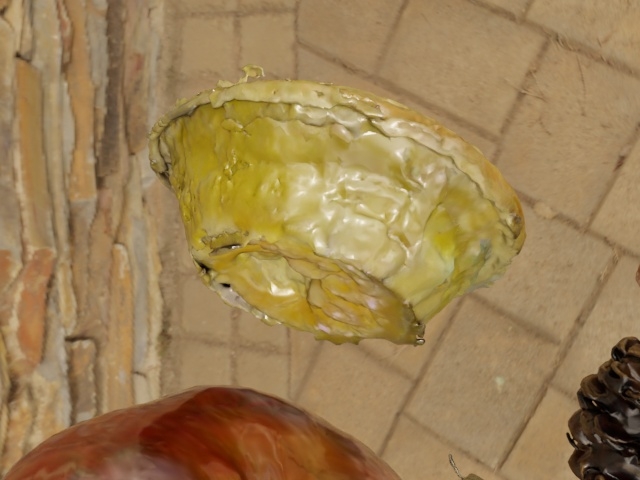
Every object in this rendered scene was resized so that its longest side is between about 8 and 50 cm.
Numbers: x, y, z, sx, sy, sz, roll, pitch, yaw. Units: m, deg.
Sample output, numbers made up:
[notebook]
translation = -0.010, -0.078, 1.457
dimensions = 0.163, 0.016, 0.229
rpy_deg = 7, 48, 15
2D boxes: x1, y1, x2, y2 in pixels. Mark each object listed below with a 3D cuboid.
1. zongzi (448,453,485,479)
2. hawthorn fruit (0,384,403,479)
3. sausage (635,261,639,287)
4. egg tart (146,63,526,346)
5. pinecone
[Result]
[zongzi]
translation = 0.224, 0.411, 1.094
dimensions = 0.189, 0.081, 0.178
rpy_deg = 31, 133, 29
[hawthorn fruit]
translation = -0.079, 0.211, 0.472
dimensions = 0.284, 0.284, 0.285
rpy_deg = 3, 97, 22
[sausage]
translation = 0.344, 0.002, 0.699
dimensions = 0.077, 0.077, 0.194
rpy_deg = 43, 151, 13
[egg tart]
translation = 0.000, 0.000, 0.624
dimensions = 0.314, 0.315, 0.120
rpy_deg = 9, 64, 21
[pinecone]
translation = 0.413, 0.225, 0.962
dimensions = 0.243, 0.244, 0.257
rpy_deg = -15, 125, 23
